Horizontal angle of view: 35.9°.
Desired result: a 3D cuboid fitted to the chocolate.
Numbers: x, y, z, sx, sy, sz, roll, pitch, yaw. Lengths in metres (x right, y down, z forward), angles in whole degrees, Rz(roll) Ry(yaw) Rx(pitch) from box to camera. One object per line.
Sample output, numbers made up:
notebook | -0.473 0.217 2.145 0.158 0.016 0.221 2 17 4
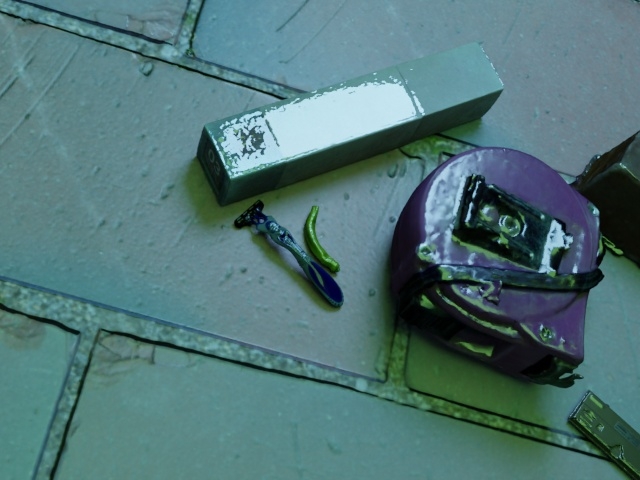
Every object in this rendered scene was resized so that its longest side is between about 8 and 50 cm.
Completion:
chocolate | 0.456 -0.004 1.202 0.321 0.112 0.112 39 61 4

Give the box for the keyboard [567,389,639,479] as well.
keyboard | 0.343 0.230 1.126 0.129 0.015 0.049 41 59 5

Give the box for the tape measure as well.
tape measure | 0.204 0.018 1.104 0.245 0.149 0.232 19 66 -6

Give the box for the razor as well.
razor | -0.029 0.016 1.112 0.154 0.028 0.044 45 64 7

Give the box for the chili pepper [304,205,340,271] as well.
chili pepper | 0.000 0.000 1.133 0.030 0.017 0.083 -20 77 -23

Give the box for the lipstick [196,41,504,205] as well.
lipstick | 0.040 -0.142 1.171 0.371 0.076 0.080 -21 73 -22
